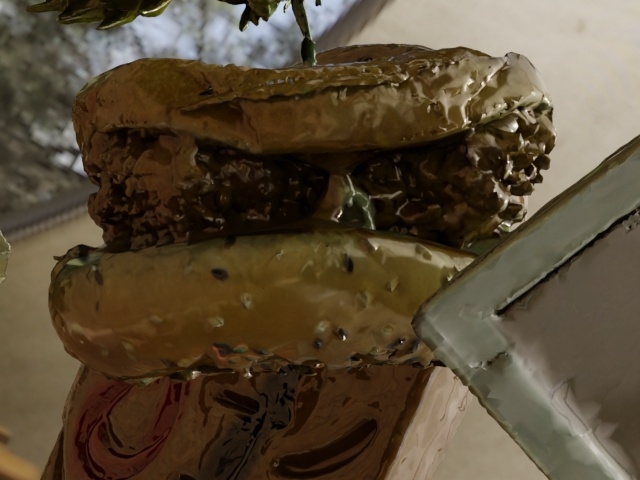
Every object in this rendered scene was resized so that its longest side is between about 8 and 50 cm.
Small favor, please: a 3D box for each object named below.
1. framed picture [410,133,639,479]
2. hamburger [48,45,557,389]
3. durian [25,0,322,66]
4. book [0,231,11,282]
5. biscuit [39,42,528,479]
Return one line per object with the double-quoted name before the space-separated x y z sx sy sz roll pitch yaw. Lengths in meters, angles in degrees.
"framed picture" 0.193 -0.006 0.474 0.293 0.231 0.018 -38 -140 4
"hamburger" 0.000 0.000 0.565 0.177 0.185 0.113 -14 -108 30
"durian" -0.101 -0.179 0.820 0.132 0.375 0.107 -30 145 -27
"book" -0.331 -0.004 0.847 0.201 0.289 0.026 56 -19 32
"biscuit" -0.045 0.055 0.870 0.314 0.063 0.367 15 -103 49
